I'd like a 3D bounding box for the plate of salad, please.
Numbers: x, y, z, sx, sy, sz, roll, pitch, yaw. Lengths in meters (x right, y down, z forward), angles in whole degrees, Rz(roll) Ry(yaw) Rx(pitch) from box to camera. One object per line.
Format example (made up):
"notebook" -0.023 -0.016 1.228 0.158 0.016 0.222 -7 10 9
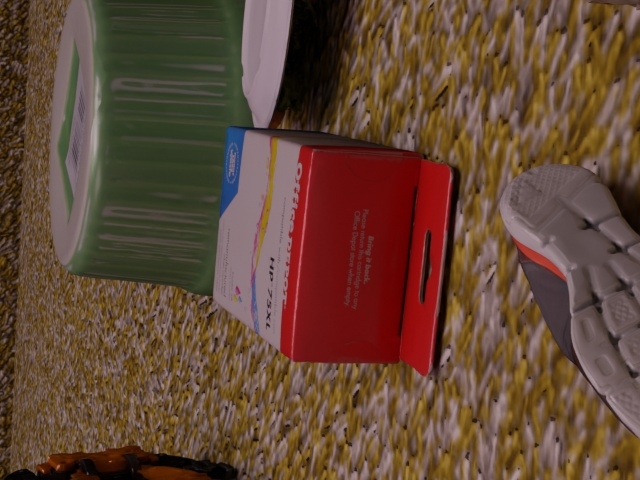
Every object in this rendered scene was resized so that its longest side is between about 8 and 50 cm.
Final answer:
"plate of salad" -0.028 -0.179 0.948 0.200 0.048 0.200 -175 90 -80

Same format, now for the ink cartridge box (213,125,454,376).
"ink cartridge box" 0.000 0.000 0.806 0.231 0.078 0.134 -156 70 -68

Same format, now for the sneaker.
"sneaker" 0.127 0.034 0.522 0.158 0.061 0.065 -109 2 -46

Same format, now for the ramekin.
"ramekin" -0.165 -0.100 1.159 0.303 0.148 0.304 -177 90 -70

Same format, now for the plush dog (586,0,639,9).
"plush dog" 0.077 -0.150 0.404 0.262 0.225 0.211 128 140 -57

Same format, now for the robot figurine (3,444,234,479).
"robot figurine" -0.159 0.240 1.043 0.291 0.211 0.085 6 97 63
